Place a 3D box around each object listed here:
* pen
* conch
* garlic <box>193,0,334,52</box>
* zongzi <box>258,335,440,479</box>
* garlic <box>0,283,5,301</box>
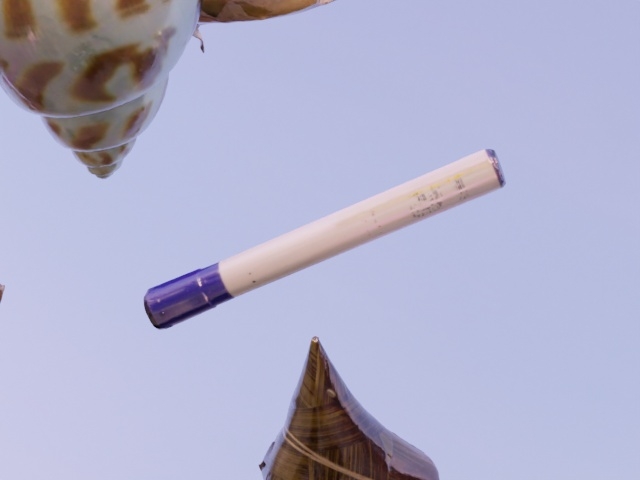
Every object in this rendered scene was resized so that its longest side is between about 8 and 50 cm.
[{"bbox_3d":[0.000,0.000,0.625,0.269,0.033,0.033,-23,-52,11],"label":"pen"},{"bbox_3d":[-0.253,-0.221,1.001,0.249,0.197,0.368,7,-22,7],"label":"conch"},{"bbox_3d":[-0.140,-0.322,1.194,0.196,0.151,0.338,28,-23,-37],"label":"garlic"},{"bbox_3d":[0.069,0.240,1.123,0.247,0.111,0.241,9,-63,-18],"label":"zongzi"},{"bbox_3d":[-0.485,0.122,1.112,0.087,0.196,0.101,7,-24,42],"label":"garlic"}]
